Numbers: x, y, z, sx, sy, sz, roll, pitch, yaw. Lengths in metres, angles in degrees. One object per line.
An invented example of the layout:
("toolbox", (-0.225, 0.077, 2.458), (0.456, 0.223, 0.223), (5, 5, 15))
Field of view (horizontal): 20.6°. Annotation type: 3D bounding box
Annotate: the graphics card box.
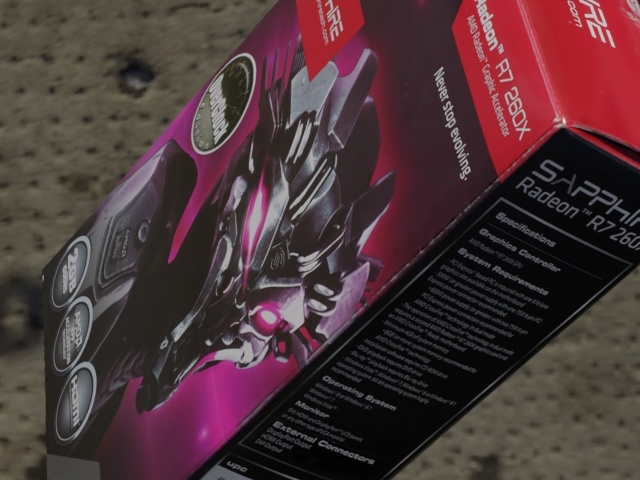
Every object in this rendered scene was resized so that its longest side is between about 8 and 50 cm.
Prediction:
("graphics card box", (0.000, 0.000, 0.837), (0.094, 0.371, 0.233), (23, 38, -30))
